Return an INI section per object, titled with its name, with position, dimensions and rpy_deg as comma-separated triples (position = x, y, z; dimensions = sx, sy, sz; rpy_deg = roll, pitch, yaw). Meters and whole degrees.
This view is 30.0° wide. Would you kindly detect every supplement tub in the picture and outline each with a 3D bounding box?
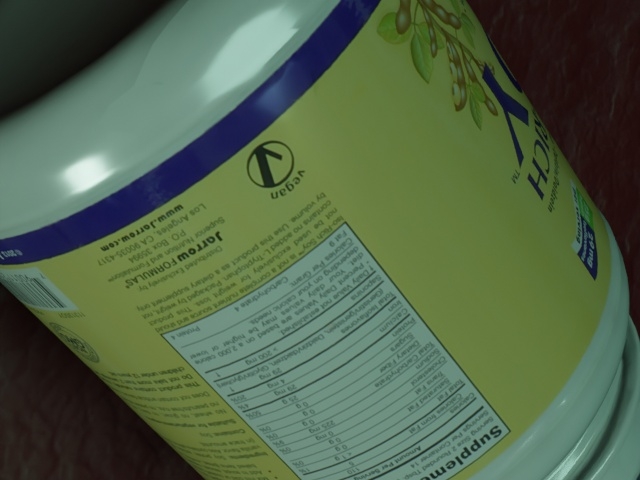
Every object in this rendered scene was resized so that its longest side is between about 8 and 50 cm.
[supplement tub]
position = 0.000, 0.000, 0.576
dimensions = 0.331, 0.241, 0.241
rpy_deg = 51, 63, -30

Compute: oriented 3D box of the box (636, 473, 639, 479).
[box]
position = 0.168, 0.285, 0.796
dimensions = 0.154, 0.142, 0.299
rpy_deg = -10, 100, -38
